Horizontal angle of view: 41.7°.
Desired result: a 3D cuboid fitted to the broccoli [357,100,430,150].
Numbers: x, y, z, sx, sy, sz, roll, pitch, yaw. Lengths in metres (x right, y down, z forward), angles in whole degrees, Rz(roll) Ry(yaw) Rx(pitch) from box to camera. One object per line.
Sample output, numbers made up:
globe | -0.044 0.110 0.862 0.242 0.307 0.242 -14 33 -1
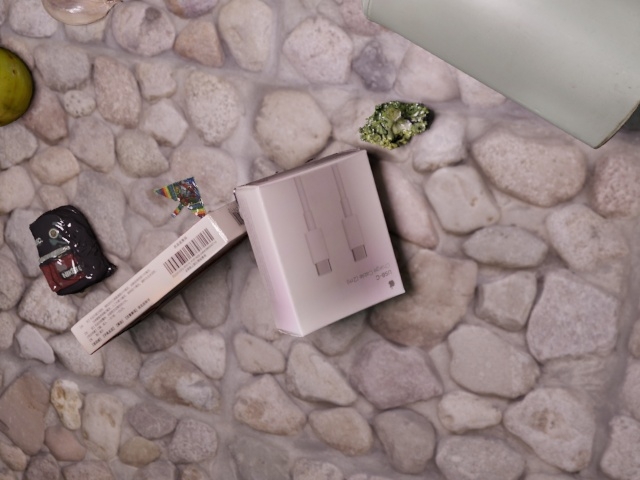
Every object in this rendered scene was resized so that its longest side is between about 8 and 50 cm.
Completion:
broccoli | 0.117 -0.184 1.325 0.097 0.092 0.095 27 86 0

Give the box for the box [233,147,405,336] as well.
box | 0.000 0.000 1.346 0.106 0.203 0.251 3 111 61

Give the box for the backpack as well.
backpack | -0.479 0.021 1.586 0.120 0.106 0.165 -29 96 28

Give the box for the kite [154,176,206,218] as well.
kite | -0.247 -0.076 1.531 0.122 0.004 0.090 35 112 9

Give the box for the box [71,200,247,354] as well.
box | -0.249 0.051 1.450 0.353 0.214 0.069 -36 90 24

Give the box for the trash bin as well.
trash bin | 0.261 -0.341 1.135 0.432 0.280 0.280 35 112 6

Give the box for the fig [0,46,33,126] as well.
fig | -0.611 -0.300 1.549 0.142 0.148 0.186 -38 49 37

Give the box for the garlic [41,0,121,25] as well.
garlic | -0.437 -0.417 1.480 0.152 0.066 0.084 31 110 13
